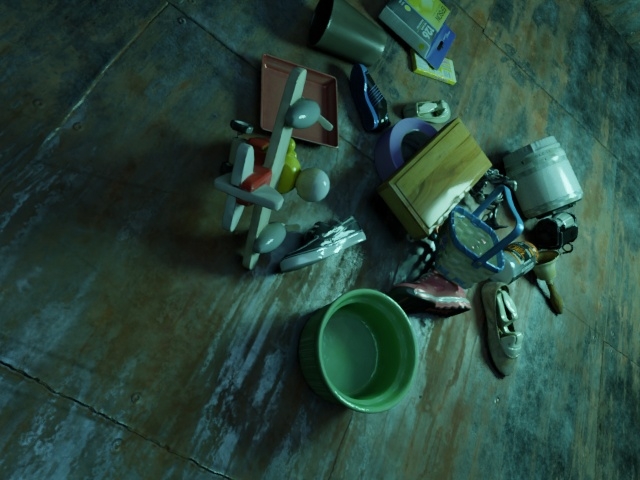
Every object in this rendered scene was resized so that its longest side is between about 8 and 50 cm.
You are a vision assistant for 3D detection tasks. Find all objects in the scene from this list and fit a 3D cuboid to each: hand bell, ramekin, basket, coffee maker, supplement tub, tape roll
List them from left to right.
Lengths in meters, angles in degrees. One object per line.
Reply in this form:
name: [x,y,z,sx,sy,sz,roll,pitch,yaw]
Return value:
basket: [0.094,-0.684,1.512,0.226,0.154,0.205,18,66,-28]
ramekin: [0.091,0.289,1.191,0.303,0.148,0.304,9,70,-27]
tape roll: [0.319,-0.270,1.538,0.274,0.090,0.275,9,71,-27]
basket: [0.477,-0.010,1.376,0.201,0.289,0.255,35,32,-12]
supplement tub: [0.683,0.076,1.619,0.190,0.117,0.117,-23,87,-34]
hand bell: [0.872,0.170,1.722,0.126,0.126,0.242,-33,104,-33]
coffee maker: [0.928,-0.018,1.776,0.178,0.120,0.171,-18,81,-40]

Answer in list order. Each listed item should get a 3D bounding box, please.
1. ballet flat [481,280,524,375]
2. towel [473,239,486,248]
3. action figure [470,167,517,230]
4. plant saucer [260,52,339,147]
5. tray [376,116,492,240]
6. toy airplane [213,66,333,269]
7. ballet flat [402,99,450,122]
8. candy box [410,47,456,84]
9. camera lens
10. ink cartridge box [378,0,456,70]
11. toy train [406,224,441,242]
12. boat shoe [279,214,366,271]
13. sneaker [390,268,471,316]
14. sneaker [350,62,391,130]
ballet flat: [0.612,0.288,1.515,0.107,0.106,0.317,-3,76,-30]
towel: [0.498,0.041,1.579,0.144,0.029,0.197,33,60,-14]
action figure: [0.614,-0.171,1.638,0.140,0.164,0.276,-2,81,2]
plant saucer: [-0.068,-0.414,1.388,0.258,0.047,0.259,8,71,-27]
tray: [0.374,-0.205,1.448,0.411,0.076,0.203,-43,99,-28]
toy airplane: [-0.104,-0.151,1.081,0.272,0.386,0.385,13,68,-13]
ballet flat: [0.411,-0.476,1.663,0.248,0.086,0.086,-15,82,-33]
candy box: [0.441,-0.681,1.778,0.205,0.027,0.105,6,68,-28]
camera lens: [0.853,-0.233,1.755,0.219,0.219,0.275,-18,84,-33]
ink cartridge box: [0.403,-0.857,1.775,0.307,0.072,0.304,36,55,-10]
toy train: [0.356,-0.047,1.513,0.166,0.046,0.125,-4,76,-31]
boat shoe: [0.000,0.000,1.259,0.301,0.108,0.102,-23,86,-36]
sneaker: [0.330,0.153,1.412,0.313,0.116,0.136,14,58,-33]
sneaker: [0.170,-0.480,1.532,0.090,0.081,0.233,-13,88,-35]
